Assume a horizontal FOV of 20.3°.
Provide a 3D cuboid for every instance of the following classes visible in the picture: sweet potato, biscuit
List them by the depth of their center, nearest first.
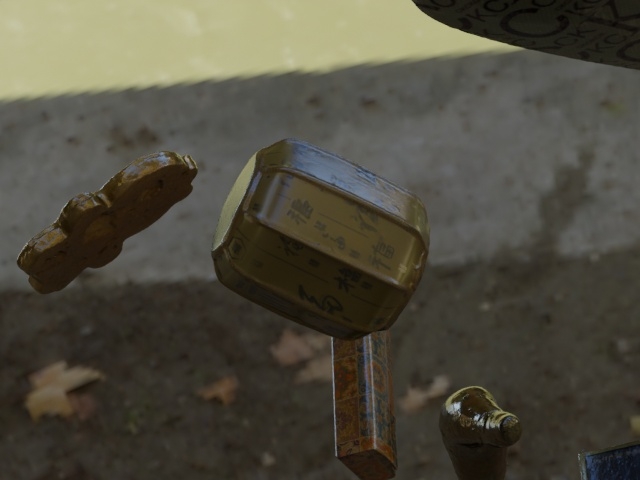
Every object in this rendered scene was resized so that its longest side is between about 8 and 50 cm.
[{"bbox_3d":[0.187,0.222,2.064,0.079,0.346,0.108,-36,73,-10],"label":"sweet potato"},{"bbox_3d":[-0.254,-0.030,2.145,0.249,0.184,0.035,-37,72,-8],"label":"biscuit"}]

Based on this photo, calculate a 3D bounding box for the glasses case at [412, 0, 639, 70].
[{"bbox_3d":[0.201,-0.153,0.972,0.355,0.137,0.085,3,61,-33],"label":"glasses case"}]

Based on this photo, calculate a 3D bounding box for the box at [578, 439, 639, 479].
[{"bbox_3d":[0.188,0.152,1.005,0.083,0.035,0.079,-16,51,18],"label":"box"}]

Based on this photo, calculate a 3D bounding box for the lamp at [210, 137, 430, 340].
[{"bbox_3d":[0.000,0.000,1.670,0.185,0.161,0.161,23,41,-9],"label":"lamp"}]

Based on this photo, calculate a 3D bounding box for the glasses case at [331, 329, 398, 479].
[{"bbox_3d":[0.049,0.144,1.910,0.049,0.075,0.218,-17,53,21],"label":"glasses case"}]
